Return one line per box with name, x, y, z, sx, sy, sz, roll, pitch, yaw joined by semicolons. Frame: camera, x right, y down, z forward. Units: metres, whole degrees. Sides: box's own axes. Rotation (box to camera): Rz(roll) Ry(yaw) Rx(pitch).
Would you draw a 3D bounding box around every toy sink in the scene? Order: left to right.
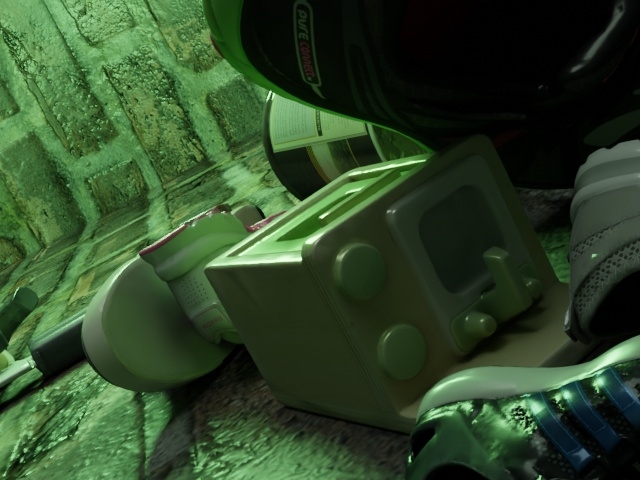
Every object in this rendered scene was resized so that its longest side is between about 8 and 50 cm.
toy sink;0.052;0.024;0.633;0.152;0.131;0.234;-34;14;-26

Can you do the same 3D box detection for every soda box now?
soda box;-0.140;-0.009;1.289;0.058;0.063;0.183;-28;3;1

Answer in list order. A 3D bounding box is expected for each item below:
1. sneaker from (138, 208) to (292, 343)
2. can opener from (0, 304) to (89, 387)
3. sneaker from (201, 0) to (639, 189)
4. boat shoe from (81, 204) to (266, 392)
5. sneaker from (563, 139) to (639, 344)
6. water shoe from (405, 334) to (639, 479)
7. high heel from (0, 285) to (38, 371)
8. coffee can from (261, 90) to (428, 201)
sneaker;-0.055;0.040;0.887;0.103;0.111;0.252;-29;-12;31
can opener;-0.343;0.116;1.198;0.283;0.095;0.076;-32;14;-16
sneaker;0.149;-0.125;0.671;0.482;0.185;0.202;3;8;-41
boat shoe;-0.159;0.075;0.955;0.158;0.127;0.340;-29;3;26
sneaker;0.239;0.009;0.450;0.281;0.105;0.115;-10;51;50
water shoe;0.120;0.092;0.402;0.203;0.073;0.080;-21;35;46
high heel;-0.491;0.188;1.323;0.186;0.093;0.261;-41;13;31
coffee can;0.078;-0.133;1.048;0.201;0.202;0.275;-33;13;-20
